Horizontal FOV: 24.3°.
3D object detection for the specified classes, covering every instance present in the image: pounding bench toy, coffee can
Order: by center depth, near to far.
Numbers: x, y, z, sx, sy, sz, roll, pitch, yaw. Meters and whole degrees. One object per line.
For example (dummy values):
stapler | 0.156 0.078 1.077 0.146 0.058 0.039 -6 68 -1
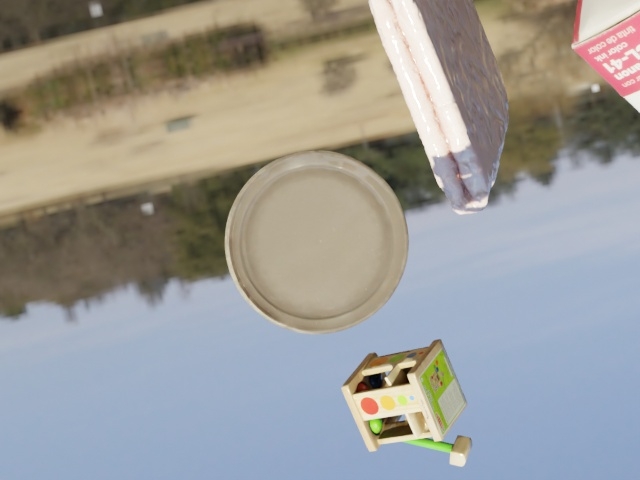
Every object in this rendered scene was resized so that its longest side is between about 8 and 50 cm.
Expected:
pounding bench toy | 0.060 0.120 1.019 0.065 0.083 0.052 -15 -164 31
coffee can | 0.000 0.000 1.755 0.201 0.201 0.275 -12 180 2

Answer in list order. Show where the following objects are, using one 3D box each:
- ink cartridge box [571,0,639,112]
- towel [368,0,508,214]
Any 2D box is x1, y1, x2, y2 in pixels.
ink cartridge box | 0.372 -0.174 1.312 0.131 0.306 0.226 -28 -147 38
towel | 0.106 -0.213 1.455 0.053 0.317 0.332 -19 -165 18
